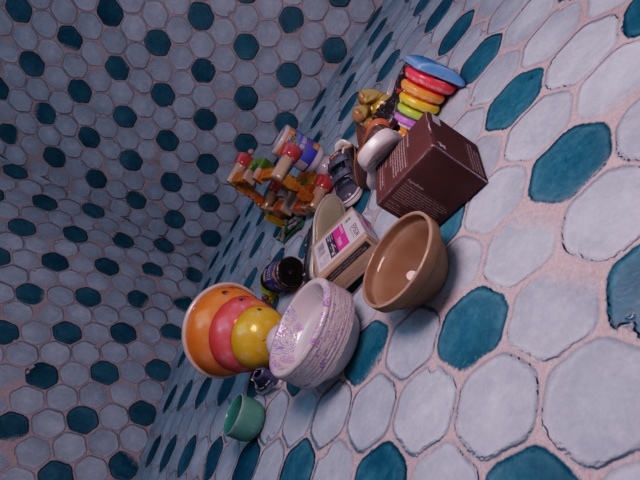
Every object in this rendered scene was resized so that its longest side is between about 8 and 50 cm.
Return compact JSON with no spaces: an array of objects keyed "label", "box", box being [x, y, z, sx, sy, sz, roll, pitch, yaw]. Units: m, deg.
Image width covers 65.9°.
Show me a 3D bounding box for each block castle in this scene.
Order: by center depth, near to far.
[{"label":"block castle","box":[-0.172,-0.277,2.161,0.453,0.303,0.213,3,60,51]}]

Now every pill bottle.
[{"label":"pill bottle","box":[-0.156,0.139,1.928,0.219,0.122,0.123,-26,39,61]},{"label":"pill bottle","box":[-0.079,-0.402,2.283,0.152,0.271,0.152,-52,20,27]}]

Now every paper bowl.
[{"label":"paper bowl","box":[-0.004,0.252,1.306,0.284,0.148,0.284,-52,19,27]}]

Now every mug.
[{"label":"mug","box":[-0.234,0.554,1.558,0.129,0.097,0.158,-54,19,23]}]

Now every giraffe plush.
[{"label":"giraffe plush","box":[0.201,-0.485,1.854,0.210,0.181,0.170,-56,9,-11]}]

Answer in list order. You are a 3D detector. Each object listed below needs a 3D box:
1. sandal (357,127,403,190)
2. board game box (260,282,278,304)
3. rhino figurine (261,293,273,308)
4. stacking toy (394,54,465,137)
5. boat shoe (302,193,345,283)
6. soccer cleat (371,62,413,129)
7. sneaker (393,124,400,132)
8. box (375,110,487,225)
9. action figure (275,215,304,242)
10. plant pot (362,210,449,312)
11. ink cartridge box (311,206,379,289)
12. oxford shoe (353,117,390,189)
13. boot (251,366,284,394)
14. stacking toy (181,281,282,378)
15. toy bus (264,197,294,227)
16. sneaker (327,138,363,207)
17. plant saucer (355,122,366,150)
[{"label":"sandal","box":[0.172,-0.250,1.399,0.169,0.102,0.416,-40,-10,4]},{"label":"board game box","box":[-0.215,0.198,2.126,0.092,0.043,0.181,-57,18,12]},{"label":"rhino figurine","box":[-0.263,0.341,1.998,0.243,0.073,0.106,-60,15,8]},{"label":"stacking toy","box":[0.294,-0.401,1.526,0.166,0.175,0.302,-107,35,-59]},{"label":"boat shoe","box":[0.003,0.002,1.695,0.113,0.127,0.340,-31,48,53]},{"label":"soccer cleat","box":[0.275,-0.450,1.646,0.108,0.116,0.318,26,86,55]},{"label":"sneaker","box":[0.255,-0.370,1.692,0.089,0.051,0.170,-61,14,14]},{"label":"box","box":[0.256,-0.158,1.184,0.203,0.167,0.169,-47,22,36]},{"label":"action figure","box":[-0.148,-0.057,2.309,0.232,0.063,0.137,-47,24,45]},{"label":"plant pot","box":[0.204,0.063,1.089,0.237,0.109,0.237,-52,19,26]},{"label":"ink cartridge box","box":[0.074,0.027,1.474,0.193,0.088,0.235,-45,21,12]},{"label":"oxford shoe","box":[0.164,-0.258,1.607,0.272,0.096,0.099,99,173,-47]},{"label":"boot","box":[-0.192,0.451,1.614,0.190,0.086,0.069,-39,29,50]},{"label":"stacking toy","box":[-0.215,0.323,1.670,0.479,0.350,0.351,-2,58,47]},{"label":"toy bus","box":[-0.192,-0.175,2.504,0.211,0.149,0.220,122,173,-69]},{"label":"sneaker","box":[0.086,-0.256,1.839,0.126,0.127,0.321,-34,31,29]},{"label":"plant saucer","box":[0.158,-0.321,1.755,0.036,0.199,0.199,-7,38,10]}]
